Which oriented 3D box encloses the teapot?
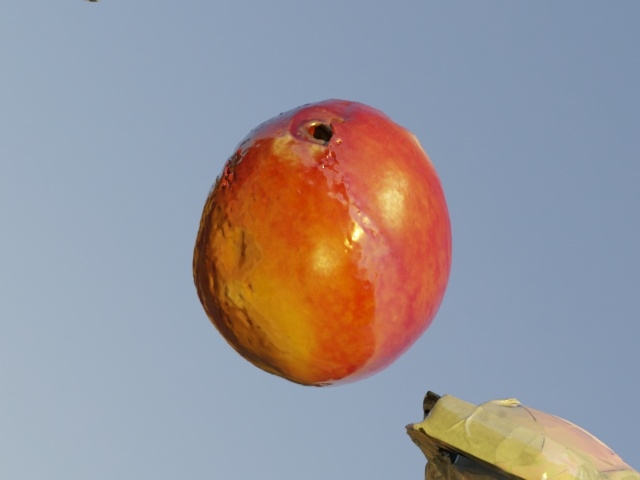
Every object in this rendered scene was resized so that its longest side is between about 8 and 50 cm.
[{"bbox_3d":[0.187,0.206,1.431,0.178,0.163,0.222,15,-51,41],"label":"teapot"}]

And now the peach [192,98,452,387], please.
[{"bbox_3d":[0.000,0.000,1.691,0.238,0.281,0.281,-122,-170,-65],"label":"peach"}]
